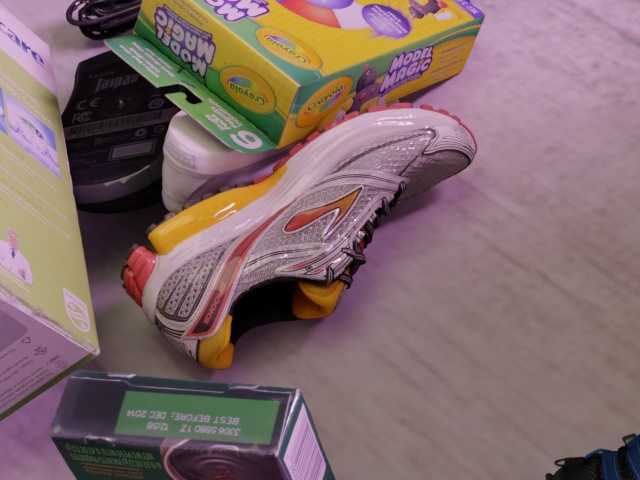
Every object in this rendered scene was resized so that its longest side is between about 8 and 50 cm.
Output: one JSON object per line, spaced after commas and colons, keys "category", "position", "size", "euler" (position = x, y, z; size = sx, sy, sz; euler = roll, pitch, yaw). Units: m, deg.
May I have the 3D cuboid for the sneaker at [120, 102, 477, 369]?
{"category": "sneaker", "position": [0.000, 0.000, 0.990], "size": [0.225, 0.088, 0.093], "euler": [-32, 67, -13]}

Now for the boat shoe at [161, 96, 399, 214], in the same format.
{"category": "boat shoe", "position": [-0.024, -0.058, 1.042], "size": [0.066, 0.063, 0.184], "euler": [37, 39, 23]}

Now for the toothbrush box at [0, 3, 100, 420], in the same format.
{"category": "toothbrush box", "position": [-0.259, -0.008, 0.989], "size": [0.206, 0.122, 0.283], "euler": [-34, 44, 15]}

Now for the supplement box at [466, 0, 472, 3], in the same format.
{"category": "supplement box", "position": [0.016, -0.253, 1.186], "size": [0.220, 0.114, 0.111], "euler": [12, 53, 24]}

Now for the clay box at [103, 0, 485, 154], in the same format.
{"category": "clay box", "position": [-0.013, -0.131, 1.040], "size": [0.127, 0.053, 0.222], "euler": [39, 38, 22]}

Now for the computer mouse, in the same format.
{"category": "computer mouse", "position": [-0.082, -0.098, 1.113], "size": [0.184, 0.060, 0.262], "euler": [-12, 37, 6]}

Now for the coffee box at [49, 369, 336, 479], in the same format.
{"category": "coffee box", "position": [-0.044, 0.132, 0.798], "size": [0.113, 0.184, 0.040], "euler": [4, 52, 17]}

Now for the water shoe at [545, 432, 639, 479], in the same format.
{"category": "water shoe", "position": [0.151, 0.119, 0.829], "size": [0.080, 0.073, 0.203], "euler": [23, 57, 35]}
